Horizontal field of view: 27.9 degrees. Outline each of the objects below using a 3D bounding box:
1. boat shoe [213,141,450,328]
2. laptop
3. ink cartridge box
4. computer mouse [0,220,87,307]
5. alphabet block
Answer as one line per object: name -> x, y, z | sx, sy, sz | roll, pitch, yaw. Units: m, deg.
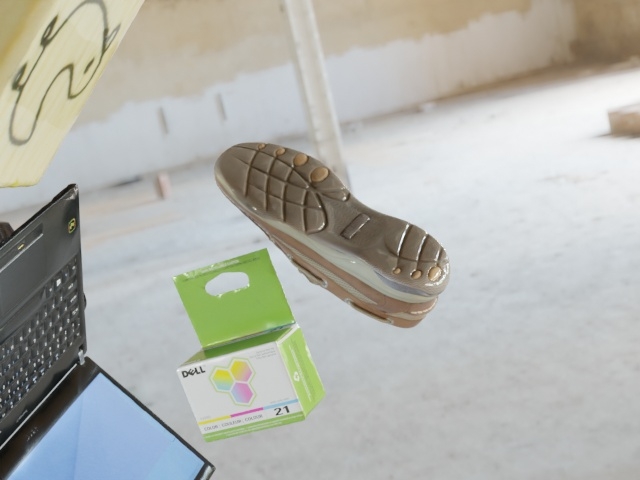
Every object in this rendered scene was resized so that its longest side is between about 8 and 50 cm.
boat shoe -> 0.000, 0.000, 1.526 | 0.324, 0.116, 0.123 | 35, 50, 21
laptop -> -0.187, 0.127, 1.014 | 0.137, 0.264, 0.234 | 10, 28, 14
ink cartridge box -> -0.131, 0.164, 2.000 | 0.189, 0.255, 0.097 | -17, 10, 25
computer mouse -> -0.446, 0.052, 1.806 | 0.060, 0.184, 0.262 | -34, -15, 28
alphabet block -> -0.233, -0.162, 0.799 | 0.193, 0.197, 0.192 | 31, 6, 3
